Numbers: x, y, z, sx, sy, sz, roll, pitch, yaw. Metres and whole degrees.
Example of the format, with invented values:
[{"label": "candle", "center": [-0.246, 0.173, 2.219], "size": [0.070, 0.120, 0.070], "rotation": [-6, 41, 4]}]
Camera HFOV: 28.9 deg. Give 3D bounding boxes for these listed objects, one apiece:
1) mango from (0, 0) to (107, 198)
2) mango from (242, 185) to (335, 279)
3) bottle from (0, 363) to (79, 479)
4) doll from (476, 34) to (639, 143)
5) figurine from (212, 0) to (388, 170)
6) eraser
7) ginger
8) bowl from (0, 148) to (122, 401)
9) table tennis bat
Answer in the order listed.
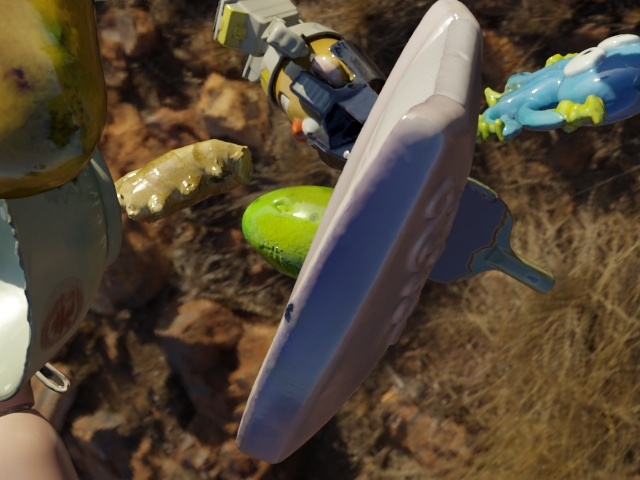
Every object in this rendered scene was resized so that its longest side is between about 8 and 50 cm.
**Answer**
[{"label": "mango", "center": [-0.248, -0.165, 0.908], "size": [0.211, 0.173, 0.317], "rotation": [-47, 57, 42]}, {"label": "mango", "center": [0.000, 0.001, 1.282], "size": [0.178, 0.100, 0.119], "rotation": [14, 153, 20]}, {"label": "bottle", "center": [-0.369, 0.295, 1.519], "size": [0.297, 0.206, 0.173], "rotation": [66, 164, 10]}, {"label": "doll", "center": [0.341, -0.211, 1.592], "size": [0.341, 0.346, 0.099], "rotation": [16, 125, 62]}, {"label": "figurine", "center": [-0.005, -0.205, 1.610], "size": [0.308, 0.308, 0.143], "rotation": [38, 102, 17]}, {"label": "eraser", "center": [0.021, 0.014, 0.613], "size": [0.059, 0.204, 0.243], "rotation": [22, 116, -1]}, {"label": "ginger", "center": [-0.186, -0.075, 1.590], "size": [0.205, 0.115, 0.081], "rotation": [-21, 84, 2]}, {"label": "bowl", "center": [-0.297, -0.025, 1.224], "size": [0.337, 0.157, 0.337], "rotation": [30, 129, 45]}, {"label": "table tennis bat", "center": [0.178, 0.003, 1.427], "size": [0.234, 0.022, 0.131], "rotation": [27, 112, -25]}]
